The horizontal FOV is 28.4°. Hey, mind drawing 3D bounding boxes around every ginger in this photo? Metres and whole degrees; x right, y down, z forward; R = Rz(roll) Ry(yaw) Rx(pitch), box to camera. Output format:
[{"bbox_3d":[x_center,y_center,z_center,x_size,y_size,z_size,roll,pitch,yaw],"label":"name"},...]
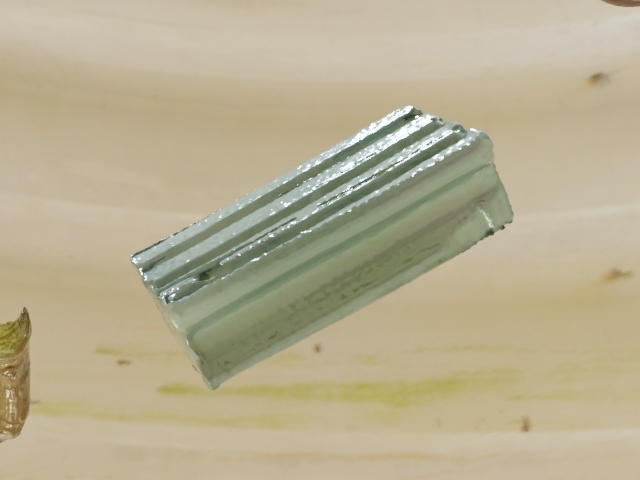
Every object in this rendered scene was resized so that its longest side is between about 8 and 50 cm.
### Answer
[{"bbox_3d":[-0.273,0.115,1.106,0.044,0.137,0.057,-15,-138,-29],"label":"ginger"}]

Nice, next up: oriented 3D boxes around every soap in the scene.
[{"bbox_3d":[0.000,0.000,0.715,0.198,0.114,0.063,-29,-68,-9],"label":"soap"}]

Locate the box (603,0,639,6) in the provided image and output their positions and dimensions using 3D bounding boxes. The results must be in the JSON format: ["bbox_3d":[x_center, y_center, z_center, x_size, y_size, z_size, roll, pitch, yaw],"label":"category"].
[{"bbox_3d":[0.274,-0.360,0.820,0.229,0.339,0.239,41,-152,-57],"label":"box"}]
